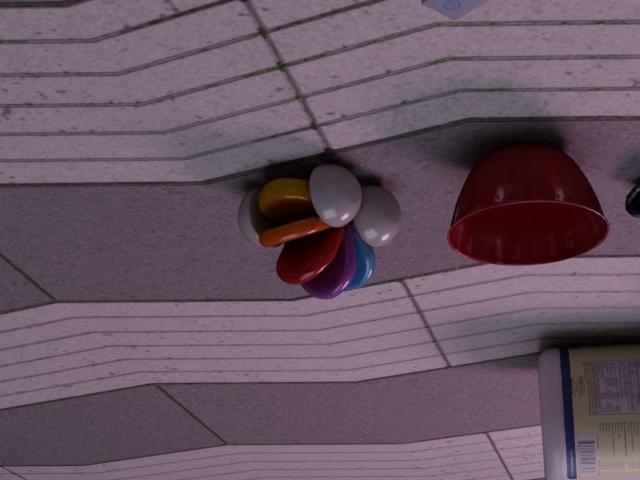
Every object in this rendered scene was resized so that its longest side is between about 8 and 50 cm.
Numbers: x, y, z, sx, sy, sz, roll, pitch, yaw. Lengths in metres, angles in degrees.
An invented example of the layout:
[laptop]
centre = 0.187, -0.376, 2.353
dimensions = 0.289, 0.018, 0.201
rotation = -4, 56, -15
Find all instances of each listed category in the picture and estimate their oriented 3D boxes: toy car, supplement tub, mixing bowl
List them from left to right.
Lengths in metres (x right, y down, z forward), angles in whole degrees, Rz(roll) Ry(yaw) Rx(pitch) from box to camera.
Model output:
[toy car]
centre = 0.000, 0.000, 1.685
dimensions = 0.159, 0.136, 0.182
rotation = -19, 150, 36
[mixing bowl]
centre = 0.232, -0.049, 1.619
dimensions = 0.181, 0.098, 0.181
rotation = -1, 157, 0
[supplement tub]
centre = 0.503, 0.273, 2.193
dimensions = 0.325, 0.235, 0.235
rotation = -4, 156, 8

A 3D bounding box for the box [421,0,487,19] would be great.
[box]
centre = 0.130, -0.268, 1.006
dimensions = 0.038, 0.186, 0.145
rotation = 19, 151, -36

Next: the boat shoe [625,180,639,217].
[boat shoe]
centre = 0.434, -0.058, 1.640
dimensions = 0.083, 0.065, 0.183
rotation = 10, 156, -25
